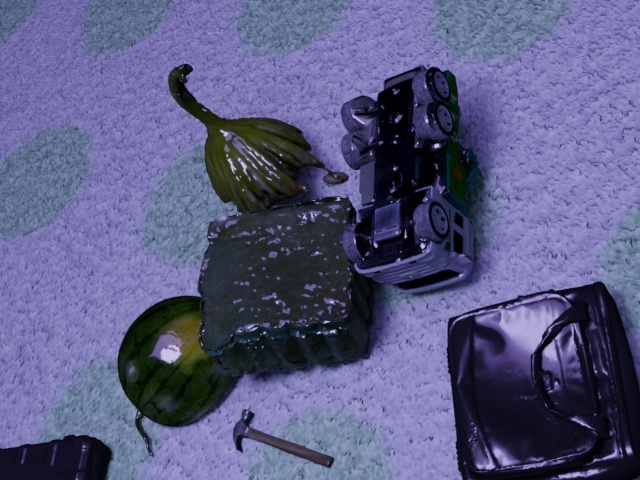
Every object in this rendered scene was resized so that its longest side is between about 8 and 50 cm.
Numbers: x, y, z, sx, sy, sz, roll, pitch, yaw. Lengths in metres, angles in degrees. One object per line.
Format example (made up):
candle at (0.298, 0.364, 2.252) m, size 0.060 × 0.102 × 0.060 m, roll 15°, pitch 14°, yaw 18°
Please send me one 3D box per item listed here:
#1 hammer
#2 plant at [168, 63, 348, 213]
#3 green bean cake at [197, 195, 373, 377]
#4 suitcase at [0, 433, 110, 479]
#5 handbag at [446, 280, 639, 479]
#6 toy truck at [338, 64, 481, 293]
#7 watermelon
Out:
hammer at (-0.057, 0.299, 1.622) m, size 0.182 × 0.017 × 0.062 m, roll 14°, pitch 70°, yaw 37°
plant at (-0.139, -0.194, 1.804) m, size 0.180 × 0.333 × 0.251 m, roll -47°, pitch 33°, yaw -22°
green bean cake at (-0.051, 0.070, 1.666) m, size 0.255 × 0.132 × 0.241 m, roll -12°, pitch 56°, yaw 14°
suitcase at (-0.475, 0.423, 1.777) m, size 0.286 × 0.066 × 0.206 m, roll -12°, pitch 55°, yaw 27°
handbag at (0.281, 0.191, 1.431) m, size 0.244 × 0.088 × 0.275 m, roll -15°, pitch 53°, yaw 20°
toy truck at (0.144, -0.100, 1.642) m, size 0.177 × 0.178 × 0.363 m, roll -18°, pitch 52°, yaw 34°
watermelon at (-0.241, 0.183, 1.744) m, size 0.232 × 0.127 × 0.204 m, roll -40°, pitch 51°, yaw 12°
